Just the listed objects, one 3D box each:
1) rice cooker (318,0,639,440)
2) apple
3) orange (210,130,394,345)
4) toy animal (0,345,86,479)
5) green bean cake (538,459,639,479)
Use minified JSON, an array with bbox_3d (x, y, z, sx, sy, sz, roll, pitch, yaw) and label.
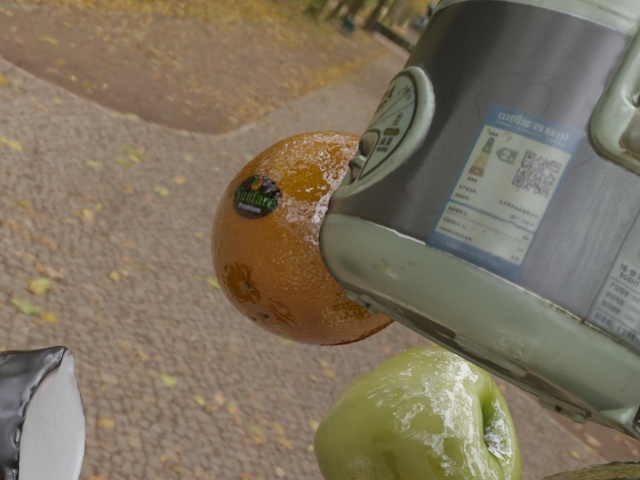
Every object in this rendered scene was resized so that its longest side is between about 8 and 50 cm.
[{"bbox_3d":[0.163,-0.039,0.665,0.288,0.277,0.288,28,-4,2],"label":"rice cooker"},{"bbox_3d":[0.138,0.284,1.314,0.279,0.279,0.279,31,14,-8],"label":"apple"},{"bbox_3d":[0.000,0.000,0.867,0.206,0.206,0.206,31,14,-8],"label":"orange"},{"bbox_3d":[-0.365,0.195,0.961,0.235,0.165,0.187,-4,-24,6],"label":"toy animal"},{"bbox_3d":[0.310,0.264,0.938,0.173,0.181,0.094,5,72,-51],"label":"green bean cake"}]
